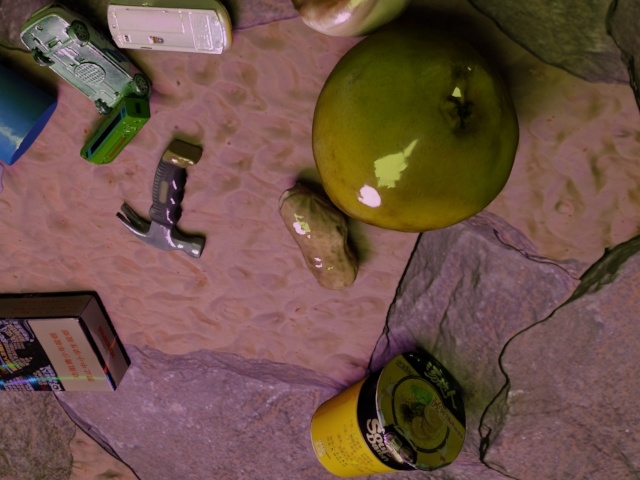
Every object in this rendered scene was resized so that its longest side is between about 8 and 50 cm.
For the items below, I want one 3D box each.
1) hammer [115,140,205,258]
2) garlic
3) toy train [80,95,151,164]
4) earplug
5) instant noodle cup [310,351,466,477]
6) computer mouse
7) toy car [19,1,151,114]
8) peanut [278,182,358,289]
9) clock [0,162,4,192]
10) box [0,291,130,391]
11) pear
[{"bbox_3d":[-0.256,-0.073,1.976,0.159,0.041,0.226,20,134,0],"label":"hammer"},{"bbox_3d":[0.044,-0.329,1.600,0.207,0.115,0.128,-23,125,37],"label":"garlic"},{"bbox_3d":[-0.335,-0.164,1.893,0.044,0.042,0.209,3,156,-32],"label":"toy train"},{"bbox_3d":[-0.571,-0.253,1.883,0.273,0.132,0.132,37,131,-8],"label":"earplug"},{"bbox_3d":[0.109,0.330,2.093,0.215,0.215,0.236,42,137,-17],"label":"instant noodle cup"},{"bbox_3d":[-0.222,-0.323,1.745,0.199,0.045,0.102,5,131,16],"label":"computer mouse"},{"bbox_3d":[-0.355,-0.280,1.810,0.090,0.076,0.224,-24,137,27],"label":"toy car"},{"bbox_3d":[0.000,0.000,1.912,0.100,0.099,0.214,-5,125,23],"label":"peanut"},{"bbox_3d":[-0.632,-0.165,1.915,0.186,0.083,0.253,36,171,17],"label":"clock"},{"bbox_3d":[-0.547,0.201,2.286,0.310,0.084,0.198,-2,129,21],"label":"box"},{"bbox_3d":[0.115,-0.137,1.644,0.287,0.287,0.375,35,149,-11],"label":"pear"}]
